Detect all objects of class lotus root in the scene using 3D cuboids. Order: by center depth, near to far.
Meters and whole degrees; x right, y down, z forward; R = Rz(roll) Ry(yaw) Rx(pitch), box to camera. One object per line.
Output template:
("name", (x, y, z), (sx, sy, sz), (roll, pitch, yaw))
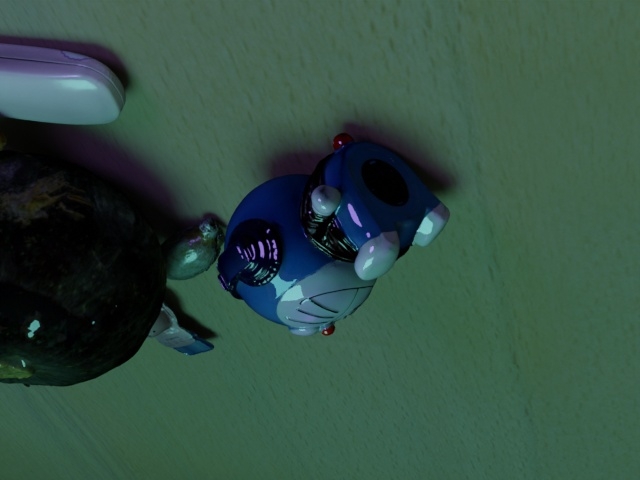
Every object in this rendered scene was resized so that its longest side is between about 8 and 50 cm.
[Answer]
("lotus root", (-0.214, 0.018, 1.907), (0.088, 0.088, 0.165), (35, 135, -26))

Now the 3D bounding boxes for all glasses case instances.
("glasses case", (-0.417, -0.223, 1.625), (0.297, 0.075, 0.113), (9, 151, 17))

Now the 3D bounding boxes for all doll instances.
("doll", (0.000, 0.000, 1.628), (0.284, 0.240, 0.310), (-9, 155, -44))

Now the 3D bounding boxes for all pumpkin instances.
("pumpkin", (-0.470, 0.050, 1.826), (0.454, 0.344, 0.454), (3, 156, 1))

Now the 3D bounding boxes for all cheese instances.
("cheese", (-0.332, 0.152, 2.183), (0.286, 0.074, 0.189), (33, 146, -31))

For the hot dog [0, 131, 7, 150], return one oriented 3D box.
("hot dog", (-0.568, -0.190, 1.643), (0.249, 0.068, 0.100), (28, 146, -11))
